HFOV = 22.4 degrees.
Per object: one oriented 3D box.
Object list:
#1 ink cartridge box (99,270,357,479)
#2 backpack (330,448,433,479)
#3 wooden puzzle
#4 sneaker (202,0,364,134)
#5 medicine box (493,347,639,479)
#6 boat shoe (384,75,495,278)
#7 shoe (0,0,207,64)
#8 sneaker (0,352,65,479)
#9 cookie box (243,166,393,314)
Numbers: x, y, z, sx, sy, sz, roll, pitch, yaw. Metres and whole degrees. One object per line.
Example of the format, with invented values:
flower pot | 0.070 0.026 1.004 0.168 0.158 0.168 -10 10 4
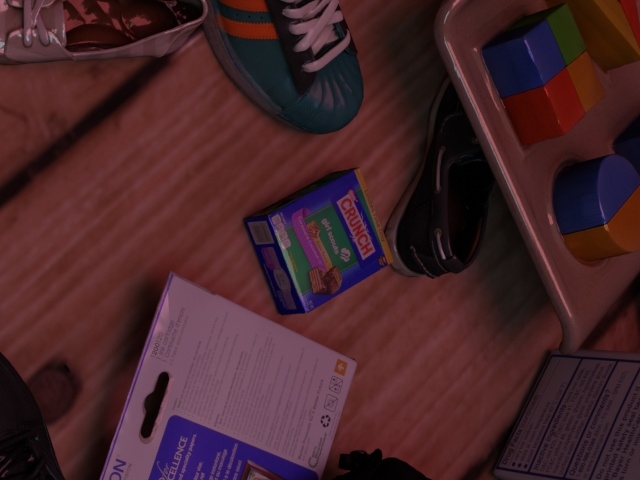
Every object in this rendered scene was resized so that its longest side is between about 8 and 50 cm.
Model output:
ink cartridge box | -0.082 0.154 1.290 0.208 0.045 0.206 29 72 -36
backpack | 0.032 0.253 1.269 0.182 0.152 0.115 -22 116 -41
wooden puzzle | 0.255 -0.116 1.486 0.322 0.080 0.347 -41 114 -49
sneaker | -0.036 -0.217 1.291 0.108 0.121 0.302 -42 113 -30
medicine box | 0.358 0.230 1.470 0.263 0.289 0.149 40 68 -29
boat shoe | 0.136 -0.073 1.446 0.084 0.079 0.233 33 68 -30
shoe | -0.184 -0.173 1.216 0.219 0.058 0.076 -6 92 -37
sneaker | -0.209 0.188 1.159 0.101 0.106 0.267 -28 104 -33
cookie box | 0.000 0.000 1.362 0.107 0.040 0.091 -30 105 -35
